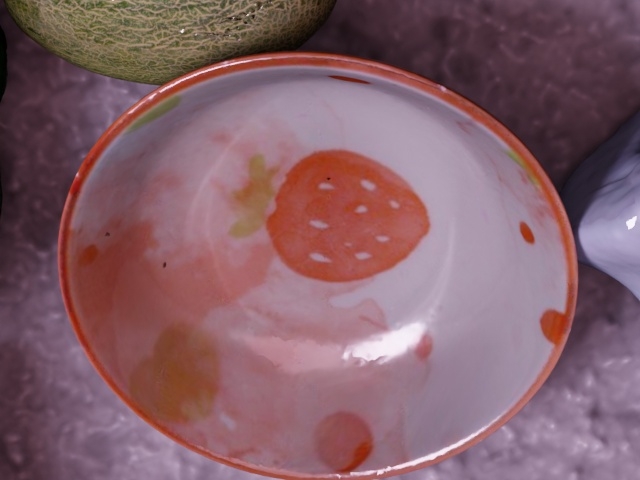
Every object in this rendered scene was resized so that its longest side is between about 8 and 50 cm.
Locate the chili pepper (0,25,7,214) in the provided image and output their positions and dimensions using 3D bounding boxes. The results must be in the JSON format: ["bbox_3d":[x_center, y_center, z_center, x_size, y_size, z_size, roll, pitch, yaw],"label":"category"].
[{"bbox_3d":[-0.278,-0.045,0.856,0.248,0.257,0.233,7,112,-5],"label":"chili pepper"}]

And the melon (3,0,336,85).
[{"bbox_3d":[-0.065,-0.146,0.898,0.192,0.139,0.139,-6,100,-3],"label":"melon"}]

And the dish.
[{"bbox_3d":[0.000,0.000,0.931,0.260,0.085,0.260,3,124,4],"label":"dish"}]

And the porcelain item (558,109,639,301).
[{"bbox_3d":[0.312,0.085,0.932,0.242,0.178,0.405,-40,98,5],"label":"porcelain item"}]
